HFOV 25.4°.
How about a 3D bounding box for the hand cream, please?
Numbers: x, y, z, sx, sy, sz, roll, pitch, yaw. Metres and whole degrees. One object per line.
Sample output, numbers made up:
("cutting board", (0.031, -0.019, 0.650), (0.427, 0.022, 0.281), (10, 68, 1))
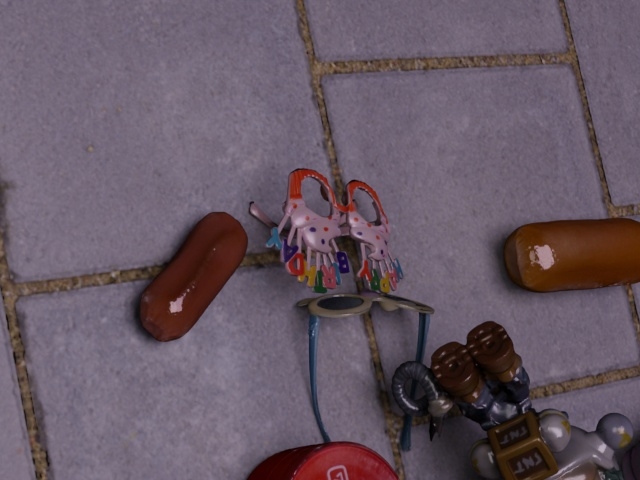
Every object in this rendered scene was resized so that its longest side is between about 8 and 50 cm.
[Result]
("hand cream", (0.001, 0.345, 1.746), (0.193, 0.125, 0.193), (9, 72, -30))

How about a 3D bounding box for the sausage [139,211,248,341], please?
("sausage", (-0.155, 0.043, 1.753), (0.077, 0.077, 0.194), (46, 57, -15))

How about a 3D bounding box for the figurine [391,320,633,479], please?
("figurine", (0.282, 0.284, 1.867), (0.382, 0.261, 0.186), (58, 16, -32))

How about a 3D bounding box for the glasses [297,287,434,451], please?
("glasses", (0.075, 0.170, 1.859), (0.189, 0.088, 0.221), (0, 78, -33))

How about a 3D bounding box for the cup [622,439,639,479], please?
("cup", (0.597, 0.299, 2.117), (0.288, 0.203, 0.203), (-27, 93, -29))

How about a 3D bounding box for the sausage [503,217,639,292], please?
("sausage", (0.387, 0.021, 2.090), (0.274, 0.105, 0.105), (-3, 80, -33))

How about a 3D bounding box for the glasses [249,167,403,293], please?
("glasses", (0.006, 0.003, 1.851), (0.255, 0.095, 0.162), (6, 60, -44))
